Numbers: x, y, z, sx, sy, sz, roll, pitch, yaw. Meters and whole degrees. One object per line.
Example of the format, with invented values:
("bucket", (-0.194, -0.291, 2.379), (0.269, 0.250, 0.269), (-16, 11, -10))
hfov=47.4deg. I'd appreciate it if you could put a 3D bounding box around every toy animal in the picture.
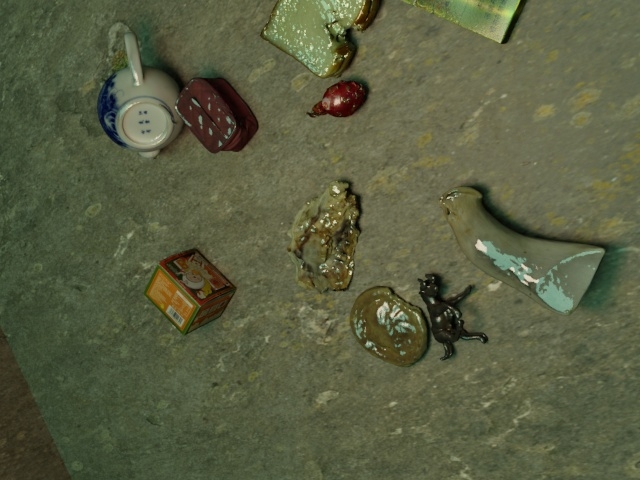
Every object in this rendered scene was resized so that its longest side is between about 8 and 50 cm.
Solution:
("toy animal", (0.324, 0.193, 1.851), (0.148, 0.084, 0.233), (-3, 109, 51))

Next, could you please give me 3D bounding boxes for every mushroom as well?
("mushroom", (0.437, 0.013, 1.686), (0.397, 0.126, 0.177), (28, 107, 24))

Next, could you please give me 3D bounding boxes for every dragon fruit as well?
("dragon fruit", (0.031, -0.347, 1.869), (0.190, 0.094, 0.094), (-20, 92, 40))

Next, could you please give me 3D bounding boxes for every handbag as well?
("handbag", (-0.294, -0.352, 2.050), (0.146, 0.135, 0.225), (-43, 78, 29))

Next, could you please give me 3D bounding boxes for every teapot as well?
("teapot", (-0.526, -0.401, 2.141), (0.280, 0.252, 0.424), (-115, 19, -51))

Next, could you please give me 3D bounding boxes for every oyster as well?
("oyster", (-0.004, 0.000, 1.982), (0.201, 0.107, 0.355), (19, 114, 23))

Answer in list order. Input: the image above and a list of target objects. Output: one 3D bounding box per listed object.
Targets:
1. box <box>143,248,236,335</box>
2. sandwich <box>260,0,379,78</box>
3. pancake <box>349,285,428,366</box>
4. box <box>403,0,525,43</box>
("box", (-0.399, 0.153, 2.238), (0.195, 0.177, 0.148), (42, 123, 16))
("sandwich", (0.006, -0.566, 1.815), (0.249, 0.095, 0.273), (41, 123, 17))
("pancake", (0.182, 0.236, 1.966), (0.236, 0.042, 0.222), (51, 122, 9))
("box", (0.312, -0.582, 1.641), (0.311, 0.043, 0.173), (33, 120, 22))
